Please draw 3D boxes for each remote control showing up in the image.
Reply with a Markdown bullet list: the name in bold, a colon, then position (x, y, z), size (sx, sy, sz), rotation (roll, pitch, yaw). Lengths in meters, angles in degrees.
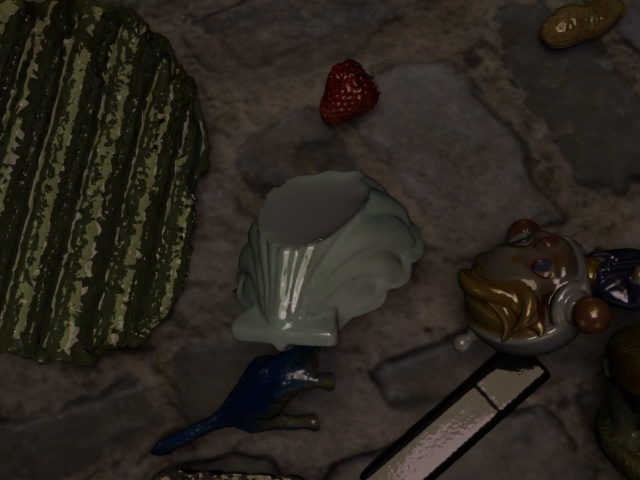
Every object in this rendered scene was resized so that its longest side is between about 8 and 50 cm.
- **remote control**: position (0.151, 0.207, 0.888), size (0.245, 0.025, 0.063), rotation (-41, 74, -6)

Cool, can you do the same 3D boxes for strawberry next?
- **strawberry**: position (0.031, -0.178, 0.964), size (0.083, 0.073, 0.073), rotation (-37, 77, 11)

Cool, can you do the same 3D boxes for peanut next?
- **peanut**: position (0.323, -0.270, 0.974), size (0.113, 0.054, 0.054), rotation (-20, 76, -4)

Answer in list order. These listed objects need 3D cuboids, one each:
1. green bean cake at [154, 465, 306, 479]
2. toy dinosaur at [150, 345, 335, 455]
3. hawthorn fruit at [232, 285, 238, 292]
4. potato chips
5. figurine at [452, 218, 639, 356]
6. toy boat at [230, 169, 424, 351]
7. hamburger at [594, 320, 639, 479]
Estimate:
- **green bean cake**: position (-0.092, 0.332, 0.839), size (0.181, 0.094, 0.173), rotation (2, 77, 5)
- **toy dinosaur**: position (-0.083, 0.163, 0.833), size (0.188, 0.248, 0.075), rotation (-8, 61, -18)
- **hawthorn fruit**: position (-0.055, 0.057, 0.910), size (0.093, 0.081, 0.081), rotation (19, 79, 10)
- **potato chips**: position (-0.307, -0.073, 0.898), size (0.358, 0.070, 0.430), rotation (12, 89, -23)
- **figurine**: position (0.280, 0.044, 0.875), size (0.274, 0.133, 0.194), rotation (-21, 34, -25)
- **toy boat**: position (0.000, 0.000, 0.823), size (0.199, 0.290, 0.100), rotation (-2, 121, 17)
- **hamburger**: position (0.360, 0.159, 0.759), size (0.192, 0.288, 0.168), rotation (-16, 95, 13)
